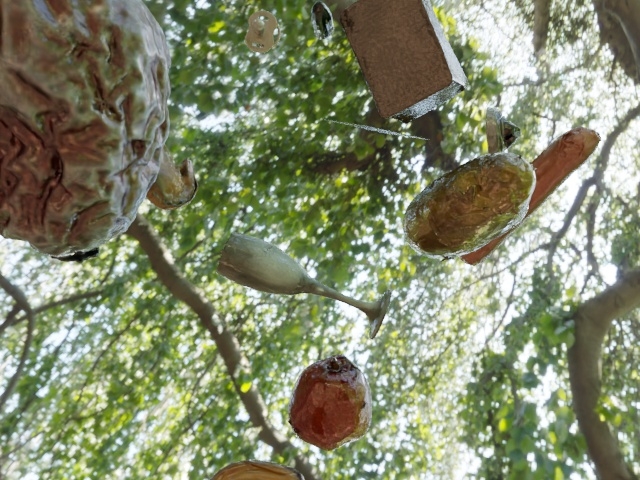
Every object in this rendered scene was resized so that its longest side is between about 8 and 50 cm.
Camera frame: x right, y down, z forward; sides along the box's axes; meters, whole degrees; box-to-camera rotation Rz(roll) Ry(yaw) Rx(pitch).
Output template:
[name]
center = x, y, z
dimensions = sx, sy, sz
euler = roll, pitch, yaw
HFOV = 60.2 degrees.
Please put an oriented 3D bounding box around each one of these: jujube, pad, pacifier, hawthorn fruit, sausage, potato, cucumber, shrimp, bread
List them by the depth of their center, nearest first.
[jujube]
center = -0.282, -0.134, 0.603
dimensions = 0.226, 0.226, 0.317
euler = 23, -57, 10
[bread]
center = -0.103, 0.448, 0.873
dimensions = 0.199, 0.199, 0.104
euler = 1, -52, 26
[potato]
center = 0.259, -0.054, 0.971
dimensions = 0.192, 0.141, 0.296
euler = -6, -22, -19
[shrimp]
center = -0.315, -0.182, 1.060
dimensions = 0.066, 0.117, 0.262
euler = -17, -96, 41
[pacifier]
center = -0.113, -0.411, 1.078
dimensions = 0.068, 0.064, 0.083
euler = 13, -87, 2
[hawthorn fruit]
center = 0.024, 0.334, 1.172
dimensions = 0.185, 0.185, 0.202
euler = 15, -65, 17
[cucumber]
center = 0.001, -0.489, 1.220
dimensions = 0.048, 0.048, 0.105
euler = 23, -4, 10
[sausage]
center = 0.474, -0.100, 1.296
dimensions = 0.094, 0.094, 0.419
euler = 28, -62, -21
[pad]
center = 0.085, -0.267, 1.423
dimensions = 0.323, 0.250, 0.055
euler = -6, -95, 49

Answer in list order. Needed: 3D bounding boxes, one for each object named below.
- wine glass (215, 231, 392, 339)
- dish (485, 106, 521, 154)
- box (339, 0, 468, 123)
[wine glass]
center = 0.000, 0.000, 1.010
dimensions = 0.310, 0.264, 0.096
euler = 22, -5, 1
[dish]
center = 0.465, -0.272, 1.395
dimensions = 0.078, 0.141, 0.141
euler = -3, -57, 24
[box]
center = 0.190, -0.423, 1.239
dimensions = 0.184, 0.143, 0.273
euler = -26, -97, 29
